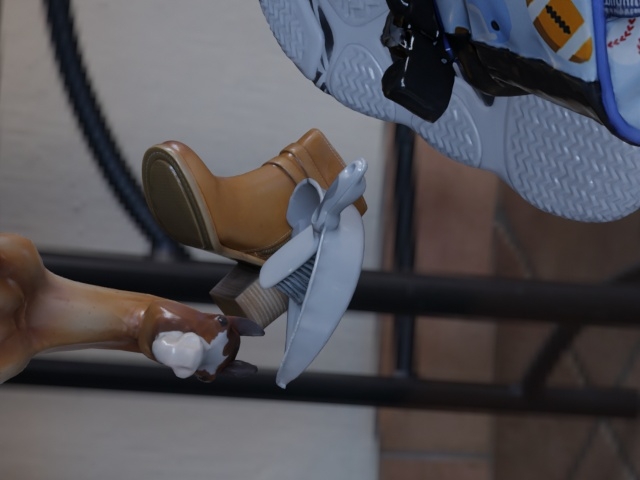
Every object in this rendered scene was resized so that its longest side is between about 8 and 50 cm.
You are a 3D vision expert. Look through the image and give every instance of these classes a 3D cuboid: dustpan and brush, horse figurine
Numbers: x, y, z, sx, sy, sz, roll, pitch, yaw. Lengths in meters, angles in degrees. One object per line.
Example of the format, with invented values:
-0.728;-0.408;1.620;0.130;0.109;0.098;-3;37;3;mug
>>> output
0.000;0.000;1.414;0.211;0.060;0.147;-42;38;50;dustpan and brush
-0.170;0.032;0.643;0.174;0.263;0.066;-1;-97;-73;horse figurine

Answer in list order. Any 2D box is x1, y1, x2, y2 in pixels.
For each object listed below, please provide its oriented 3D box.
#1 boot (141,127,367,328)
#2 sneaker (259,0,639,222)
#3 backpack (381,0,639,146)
-0.049;-0.040;1.550;0.073;0.152;0.197;20;148;43;boot
0.130;-0.152;1.451;0.366;0.210;0.137;35;123;22;sneaker
0.154;-0.184;0.675;0.213;0.276;0.263;15;123;56;backpack
